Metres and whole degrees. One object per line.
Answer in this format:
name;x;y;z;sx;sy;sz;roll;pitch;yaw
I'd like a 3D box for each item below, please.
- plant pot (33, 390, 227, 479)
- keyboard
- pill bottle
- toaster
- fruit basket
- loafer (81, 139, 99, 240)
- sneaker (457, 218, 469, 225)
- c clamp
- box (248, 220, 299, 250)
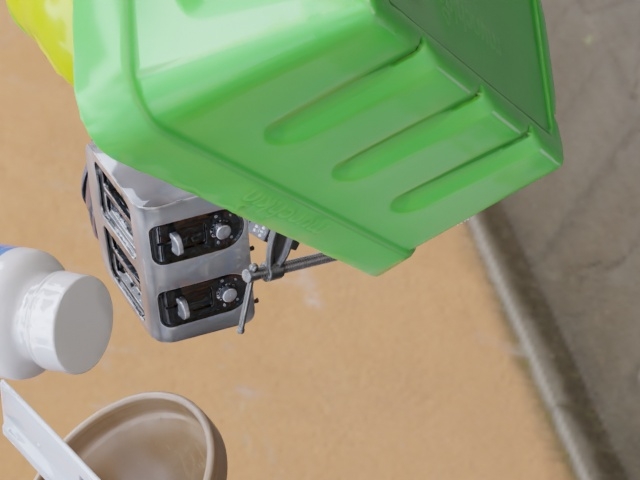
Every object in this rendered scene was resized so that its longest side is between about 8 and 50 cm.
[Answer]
plant pot;-0.177;0.277;1.422;0.237;0.110;0.237;-23;41;21
keyboard;-0.194;0.218;1.214;0.256;0.014;0.072;40;139;26
pill bottle;-0.308;0.063;1.328;0.221;0.124;0.124;6;83;27
toaster;-0.147;-0.018;1.390;0.186;0.110;0.168;48;149;46
fruit basket;-0.066;-0.138;0.950;0.392;0.392;0.283;-33;56;56
loafer;-0.241;-0.123;1.796;0.095;0.109;0.303;-96;19;-44
sneaker;0.059;-0.131;1.590;0.102;0.293;0.146;-17;55;41
c clamp;0.000;0.000;1.207;0.022;0.160;0.137;42;136;36
box;-0.057;-0.029;1.835;0.052;0.083;0.062;31;96;29
